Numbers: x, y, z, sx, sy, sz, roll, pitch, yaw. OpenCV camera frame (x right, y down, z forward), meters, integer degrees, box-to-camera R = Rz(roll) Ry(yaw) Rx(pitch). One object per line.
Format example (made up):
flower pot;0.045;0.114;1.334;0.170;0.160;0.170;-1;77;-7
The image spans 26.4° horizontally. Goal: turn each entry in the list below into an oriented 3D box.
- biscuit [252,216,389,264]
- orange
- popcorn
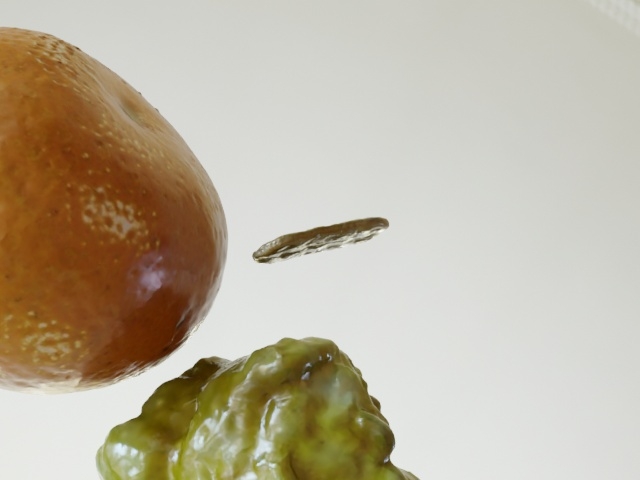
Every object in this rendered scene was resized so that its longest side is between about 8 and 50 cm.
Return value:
biscuit;0.000;0.000;1.332;0.147;0.071;0.018;-11;-102;-26
orange;-0.302;-0.021;1.447;0.326;0.424;0.424;-43;-81;12
popcorn;-0.041;0.272;1.449;0.292;0.293;0.334;-35;-75;-4
